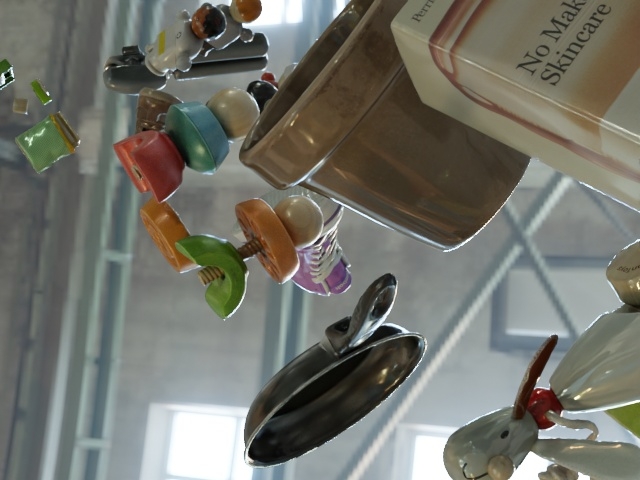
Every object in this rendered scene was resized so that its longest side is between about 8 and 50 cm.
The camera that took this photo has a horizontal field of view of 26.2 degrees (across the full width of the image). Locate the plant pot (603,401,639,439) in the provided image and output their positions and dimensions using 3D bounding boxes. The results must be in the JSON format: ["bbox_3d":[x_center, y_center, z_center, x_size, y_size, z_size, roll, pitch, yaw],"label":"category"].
[{"bbox_3d":[0.514,0.136,1.651,0.293,0.275,0.275,-58,-31,6],"label":"plant pot"}]

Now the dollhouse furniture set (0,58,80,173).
[{"bbox_3d":[-0.401,-0.176,1.899,0.151,0.076,0.058,55,170,3],"label":"dollhouse furniture set"}]

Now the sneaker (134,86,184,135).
[{"bbox_3d":[-0.212,-0.136,1.792,0.188,0.066,0.071,104,-179,-74],"label":"sneaker"}]

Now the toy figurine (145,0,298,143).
[{"bbox_3d":[-0.125,-0.249,1.975,0.209,0.148,0.213,61,-150,-2],"label":"toy figurine"}]

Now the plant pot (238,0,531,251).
[{"bbox_3d":[0.084,-0.114,1.374,0.229,0.263,0.263,38,-131,-9],"label":"plant pot"}]

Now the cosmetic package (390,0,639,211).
[{"bbox_3d":[0.224,-0.138,1.105,0.153,0.296,0.129,-54,-30,-12],"label":"cosmetic package"}]

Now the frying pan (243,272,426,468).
[{"bbox_3d":[-0.004,0.117,1.184,0.053,0.197,0.326,54,178,22],"label":"frying pan"}]

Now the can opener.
[{"bbox_3d":[-0.221,-0.286,2.272,0.074,0.280,0.093,99,156,-58],"label":"can opener"}]

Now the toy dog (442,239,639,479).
[{"bbox_3d":[0.292,0.149,1.365,0.220,0.161,0.333,36,-94,-16],"label":"toy dog"}]

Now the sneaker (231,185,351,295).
[{"bbox_3d":[0.001,-0.001,1.792,0.161,0.282,0.102,43,-105,-12],"label":"sneaker"}]

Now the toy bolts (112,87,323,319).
[{"bbox_3d":[-0.117,-0.063,1.554,0.158,0.218,0.228,-33,-63,-14],"label":"toy bolts"}]
